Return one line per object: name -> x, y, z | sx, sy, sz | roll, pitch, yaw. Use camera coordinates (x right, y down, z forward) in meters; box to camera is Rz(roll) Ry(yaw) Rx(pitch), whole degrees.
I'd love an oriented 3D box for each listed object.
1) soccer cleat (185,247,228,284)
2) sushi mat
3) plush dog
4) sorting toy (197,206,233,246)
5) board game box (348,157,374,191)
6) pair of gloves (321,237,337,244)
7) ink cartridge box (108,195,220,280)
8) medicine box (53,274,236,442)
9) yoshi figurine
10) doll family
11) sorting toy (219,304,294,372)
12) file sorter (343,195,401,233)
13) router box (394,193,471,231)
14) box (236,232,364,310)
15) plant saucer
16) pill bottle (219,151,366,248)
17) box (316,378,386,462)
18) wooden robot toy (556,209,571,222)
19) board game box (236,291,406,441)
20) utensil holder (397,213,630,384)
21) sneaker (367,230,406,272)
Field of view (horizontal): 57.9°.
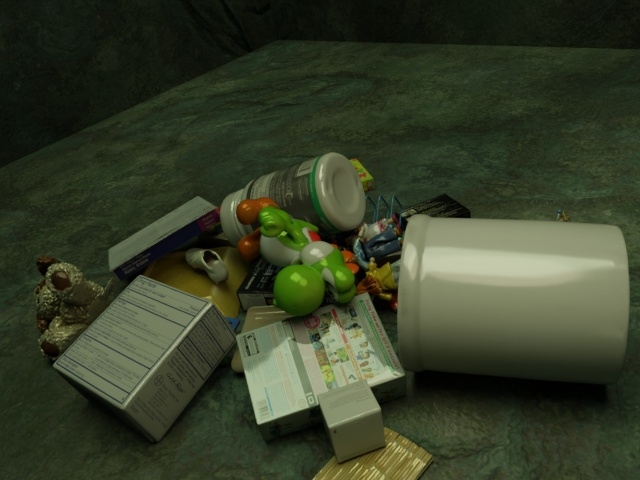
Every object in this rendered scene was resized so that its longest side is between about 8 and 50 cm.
soccer cleat -> -0.306, 0.049, 1.547 | 0.068, 0.076, 0.196 | -30, 36, -26
sushi mat -> 0.047, 0.451, 1.008 | 0.152, 0.019, 0.317 | 19, 43, 41
plush dog -> -0.674, 0.159, 1.543 | 0.226, 0.262, 0.211 | 19, 14, 29
sorting toy -> -0.234, -0.086, 1.815 | 0.257, 0.089, 0.256 | -35, 25, -32
board game box -> 0.112, -0.222, 2.004 | 0.092, 0.043, 0.181 | -17, 32, -8
pair of gloves -> 0.000, 0.000, 1.604 | 0.074, 0.010, 0.083 | -20, 34, -18
ink cartridge box -> -0.447, -0.006, 1.655 | 0.324, 0.071, 0.330 | -33, 20, -12
medicine box -> -0.385, 0.250, 1.295 | 0.264, 0.149, 0.289 | 15, 53, 36
yoshi figurine -> -0.083, 0.046, 1.291 | 0.362, 0.204, 0.202 | 34, 93, 42
doll family -> 0.136, 0.051, 1.409 | 0.163, 0.118, 0.262 | -26, 66, 15
sorting toy -> -0.101, 0.235, 1.370 | 0.348, 0.047, 0.195 | -5, 37, 11
file sorter -> 0.139, -0.067, 1.651 | 0.171, 0.118, 0.104 | 2, 76, 21
router box -> 0.327, -0.068, 1.691 | 0.179, 0.046, 0.133 | -20, 33, -13
box -> -0.036, 0.079, 1.561 | 0.294, 0.073, 0.295 | 1, 33, 19
plant saucer -> -0.377, 0.123, 1.602 | 0.333, 0.080, 0.332 | -7, 33, 9
pill bottle -> -0.080, -0.089, 1.535 | 0.361, 0.204, 0.204 | -14, 27, 35
box -> 0.058, 0.334, 1.074 | 0.101, 0.101, 0.087 | -17, 30, -8
wooden robot toy -> 0.613, -0.008, 1.508 | 0.079, 0.076, 0.173 | -34, 16, 38
board game box -> -0.002, 0.259, 1.209 | 0.304, 0.097, 0.224 | -17, 48, -5
utensil holder -> 0.370, 0.116, 1.146 | 0.386, 0.327, 0.327 | 3, 35, 18
sneaker -> 0.269, 0.019, 1.519 | 0.303, 0.108, 0.121 | -8, 37, 10
